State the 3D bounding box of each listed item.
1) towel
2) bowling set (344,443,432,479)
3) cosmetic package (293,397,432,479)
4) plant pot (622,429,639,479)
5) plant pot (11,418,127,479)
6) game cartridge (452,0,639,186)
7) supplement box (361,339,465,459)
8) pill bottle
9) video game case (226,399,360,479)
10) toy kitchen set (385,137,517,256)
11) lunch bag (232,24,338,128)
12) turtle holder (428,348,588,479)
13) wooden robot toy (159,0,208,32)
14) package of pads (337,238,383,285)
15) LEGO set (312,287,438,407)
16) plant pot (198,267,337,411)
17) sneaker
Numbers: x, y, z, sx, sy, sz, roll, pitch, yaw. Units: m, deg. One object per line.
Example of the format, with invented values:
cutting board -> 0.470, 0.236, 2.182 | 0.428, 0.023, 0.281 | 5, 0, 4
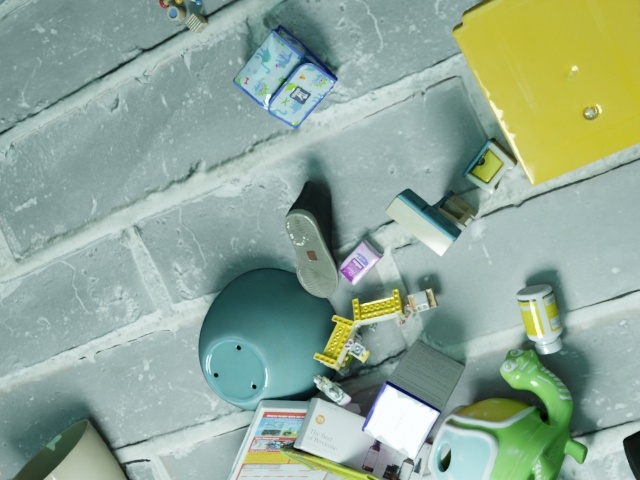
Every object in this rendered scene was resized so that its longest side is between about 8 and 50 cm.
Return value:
towel -> 0.032, 0.433, 1.660 | 0.237, 0.102, 0.021 | 2, 66, 48
bowling set -> 0.113, 0.535, 1.736 | 0.154, 0.200, 0.286 | 16, 113, 15
cosmetic package -> 0.081, 0.382, 1.650 | 0.239, 0.060, 0.098 | 23, 73, -9
plant pot -> 0.643, 0.412, 1.507 | 0.187, 0.167, 0.188 | -36, 90, 26
plant pot -> -0.526, 0.589, 1.989 | 0.256, 0.256, 0.274 | -34, 105, 25
game cartridge -> 0.405, -0.280, 1.434 | 0.285, 0.052, 0.323 | -23, 108, 25
supplement box -> 0.174, 0.286, 1.625 | 0.114, 0.220, 0.111 | 27, 113, 11
pill bottle -> 0.395, 0.141, 1.584 | 0.065, 0.065, 0.116 | -13, 99, 24
video game case -> -0.061, 0.420, 1.761 | 0.204, 0.025, 0.285 | 6, 129, -21
toy kitchen set -> 0.229, -0.095, 1.506 | 0.122, 0.207, 0.166 | 39, 114, 7
lunch bag -> -0.063, -0.298, 1.633 | 0.151, 0.096, 0.129 | 40, 113, -9
turtle holder -> 0.325, 0.379, 1.581 | 0.227, 0.243, 0.320 | 26, 129, 32
wooden robot toy -> -0.287, -0.467, 1.676 | 0.076, 0.079, 0.173 | -26, 94, 25
package of pads -> 0.076, 0.041, 1.700 | 0.050, 0.032, 0.083 | 46, 115, 7
LEGO set -> 0.101, 0.185, 1.693 | 0.287, 0.107, 0.132 | -45, 55, -3
plant pot -> -0.124, 0.219, 1.737 | 0.290, 0.195, 0.290 | 5, 106, 19
sneaker -> 0.000, 0.000, 1.696 | 0.083, 0.118, 0.222 | 1, 130, 19
